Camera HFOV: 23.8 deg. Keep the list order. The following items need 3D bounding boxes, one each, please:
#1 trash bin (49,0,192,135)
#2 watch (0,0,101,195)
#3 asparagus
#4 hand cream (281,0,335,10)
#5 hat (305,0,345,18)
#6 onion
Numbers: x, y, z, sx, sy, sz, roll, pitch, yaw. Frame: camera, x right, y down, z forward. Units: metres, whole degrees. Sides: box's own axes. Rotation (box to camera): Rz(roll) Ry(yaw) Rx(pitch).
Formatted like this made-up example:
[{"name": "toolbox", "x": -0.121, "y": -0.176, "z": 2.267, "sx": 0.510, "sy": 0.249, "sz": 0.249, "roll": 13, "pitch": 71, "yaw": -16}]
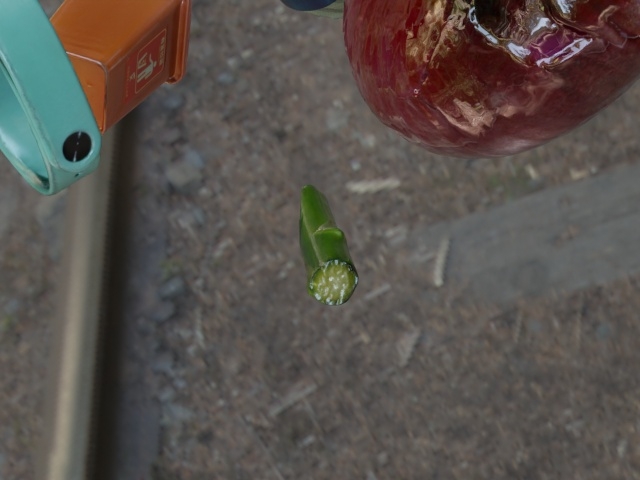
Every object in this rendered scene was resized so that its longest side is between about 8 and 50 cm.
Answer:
[{"name": "trash bin", "x": -0.292, "y": -0.254, "z": 1.984, "sx": 0.184, "sy": 0.161, "sz": 0.238, "roll": 19, "pitch": 39, "yaw": 12}, {"name": "watch", "x": -0.270, "y": -0.150, "z": 1.308, "sx": 0.068, "sy": 0.237, "sz": 0.195, "roll": -31, "pitch": 41, "yaw": -20}, {"name": "asparagus", "x": 0.000, "y": 0.000, "z": 1.315, "sx": 0.041, "sy": 0.045, "sz": 0.178, "roll": 2, "pitch": 23, "yaw": -9}, {"name": "hand cream", "x": -0.070, "y": -0.340, "z": 1.624, "sx": 0.120, "sy": 0.270, "sz": 0.061, "roll": 12, "pitch": 72, "yaw": 34}, {"name": "hat", "x": 0.035, "y": -0.370, "z": 1.946, "sx": 0.252, "sy": 0.252, "sz": 0.110, "roll": -22, "pitch": 37, "yaw": 7}, {"name": "onion", "x": 0.180, "y": -0.211, "z": 1.165, "sx": 0.348, "sy": 0.285, "sz": 0.347, "roll": -38, "pitch": 38, "yaw": 37}]
